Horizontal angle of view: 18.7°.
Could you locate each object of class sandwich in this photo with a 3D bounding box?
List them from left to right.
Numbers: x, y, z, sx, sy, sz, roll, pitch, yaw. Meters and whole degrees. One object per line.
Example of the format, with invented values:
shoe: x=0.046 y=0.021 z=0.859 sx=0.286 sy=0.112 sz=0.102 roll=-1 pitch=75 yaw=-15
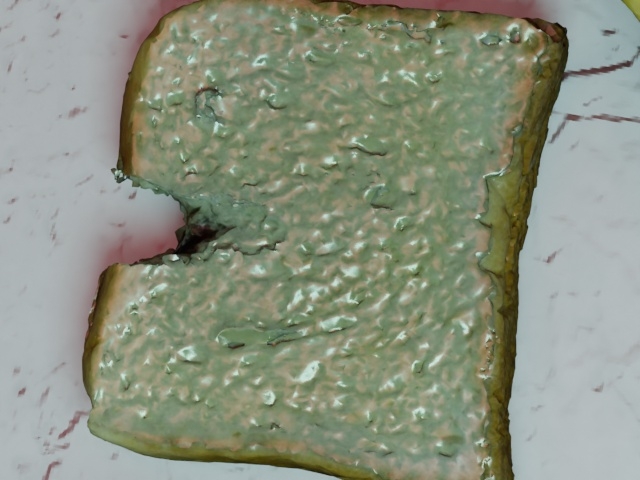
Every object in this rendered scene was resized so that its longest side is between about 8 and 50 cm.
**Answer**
sandwich: x=0.000 y=0.000 z=1.080 sx=0.249 sy=0.095 sz=0.273 roll=7 pitch=83 yaw=11

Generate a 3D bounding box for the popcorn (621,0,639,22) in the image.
popcorn: x=0.237 y=-0.179 z=0.974 sx=0.281 sy=0.316 sz=0.297 roll=2 pitch=86 yaw=-12
